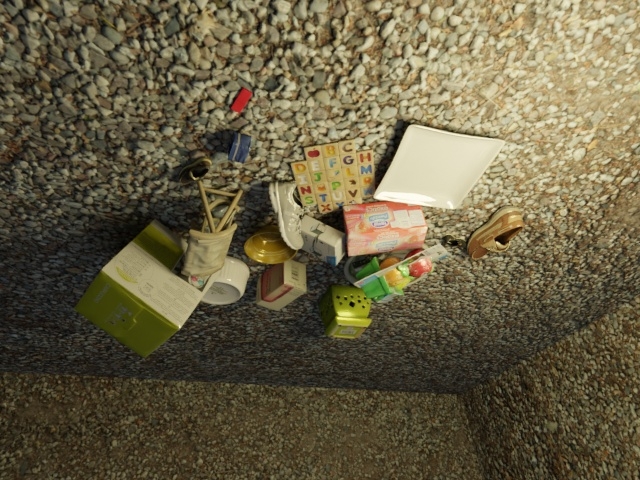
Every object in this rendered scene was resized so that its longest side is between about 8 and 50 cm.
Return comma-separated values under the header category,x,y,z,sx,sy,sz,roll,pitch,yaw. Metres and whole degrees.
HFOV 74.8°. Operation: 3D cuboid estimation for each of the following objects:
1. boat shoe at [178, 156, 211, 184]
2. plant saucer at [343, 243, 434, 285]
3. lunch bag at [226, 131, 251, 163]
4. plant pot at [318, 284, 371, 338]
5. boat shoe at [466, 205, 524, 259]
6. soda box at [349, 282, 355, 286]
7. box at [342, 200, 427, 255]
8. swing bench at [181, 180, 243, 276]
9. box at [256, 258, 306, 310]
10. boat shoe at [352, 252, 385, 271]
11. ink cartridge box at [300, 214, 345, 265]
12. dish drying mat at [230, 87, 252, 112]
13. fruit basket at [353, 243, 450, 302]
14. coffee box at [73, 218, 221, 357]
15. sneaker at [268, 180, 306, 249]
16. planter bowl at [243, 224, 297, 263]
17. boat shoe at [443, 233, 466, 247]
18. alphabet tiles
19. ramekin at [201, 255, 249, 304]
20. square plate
category,x,y,z,sx,sy,sz,roll,pitch,yaw
boat shoe,-0.432,-0.229,1.426,0.152,0.049,0.056,-29,137,30
plant saucer,0.299,0.085,1.867,0.400,0.100,0.400,-2,143,-2
lunch bag,-0.265,-0.295,1.339,0.065,0.067,0.098,13,141,-20
plant pot,0.130,0.380,2.160,0.228,0.207,0.227,8,141,-17
boat shoe,0.729,-0.007,1.759,0.123,0.116,0.324,0,144,-16
soda box,0.224,0.195,2.040,0.169,0.060,0.053,9,141,-16
box,0.244,-0.050,1.628,0.300,0.154,0.142,-7,143,-1
swing bench,-0.396,-0.030,1.524,0.165,0.254,0.253,11,141,-18
box,-0.184,0.204,1.945,0.127,0.148,0.232,25,134,-32
boat shoe,0.198,0.083,1.737,0.142,0.049,0.040,-27,94,13
ink cartridge box,0.000,0.000,1.665,0.191,0.082,0.139,25,148,20
dish drying mat,-0.233,-0.412,1.235,0.032,0.008,0.083,21,137,-28
fruit basket,0.337,0.126,1.656,0.353,0.165,0.327,-22,162,18
coffee box,-0.672,0.191,1.645,0.338,0.334,0.337,42,128,-14
sneaker,-0.101,-0.089,1.540,0.115,0.105,0.281,-13,121,7
planter bowl,-0.202,0.000,1.718,0.217,0.090,0.217,-2,143,-1
boat shoe,0.595,0.010,1.843,0.133,0.042,0.049,19,135,-29
alphabet tiles,0.053,-0.220,1.513,0.285,0.011,0.342,-7,143,5
ramekin,-0.466,0.190,1.919,0.273,0.127,0.273,-2,143,-1
square plate,0.399,-0.253,1.468,0.347,0.049,0.344,6,143,-13
